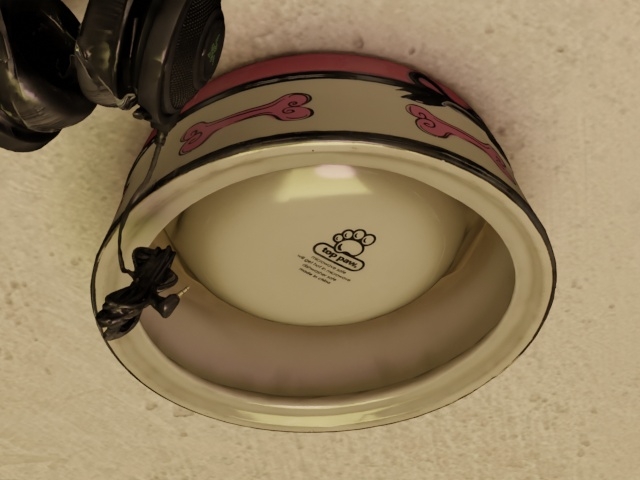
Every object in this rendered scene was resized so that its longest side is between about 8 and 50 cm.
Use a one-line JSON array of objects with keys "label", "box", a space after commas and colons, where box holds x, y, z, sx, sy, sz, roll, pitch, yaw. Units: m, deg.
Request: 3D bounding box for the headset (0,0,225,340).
[{"label": "headset", "box": [-0.186, -0.131, 1.287, 0.243, 0.185, 0.394, -9, 113, 21]}]

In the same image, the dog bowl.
[{"label": "dog bowl", "box": [0.000, 0.000, 1.549, 0.408, 0.150, 0.408, -1, 139, -1]}]
